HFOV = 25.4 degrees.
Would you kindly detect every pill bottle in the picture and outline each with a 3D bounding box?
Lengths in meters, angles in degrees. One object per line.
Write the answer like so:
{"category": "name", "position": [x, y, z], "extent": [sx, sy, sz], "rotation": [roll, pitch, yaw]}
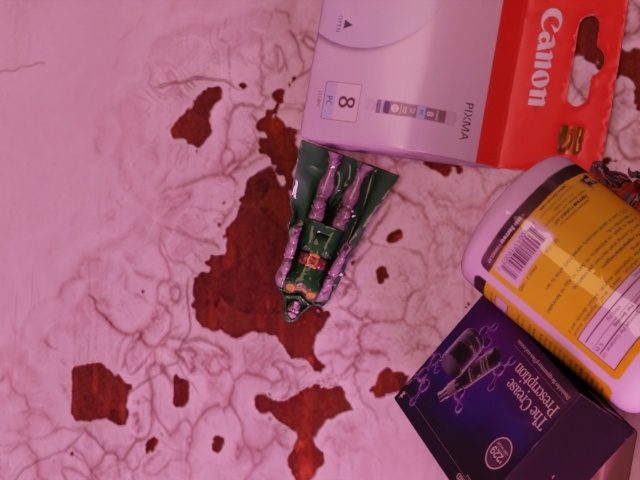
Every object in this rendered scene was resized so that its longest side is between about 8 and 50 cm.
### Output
{"category": "pill bottle", "position": [0.338, 0.071, 1.603], "extent": [0.334, 0.188, 0.188], "rotation": [42, 98, 20]}

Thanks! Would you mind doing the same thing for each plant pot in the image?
{"category": "plant pot", "position": [0.310, 0.268, 1.700], "extent": [0.109, 0.096, 0.109], "rotation": [9, 86, 21]}

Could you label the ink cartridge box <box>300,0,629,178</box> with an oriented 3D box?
{"category": "ink cartridge box", "position": [0.184, -0.252, 1.817], "extent": [0.385, 0.091, 0.308], "rotation": [9, 87, 22]}

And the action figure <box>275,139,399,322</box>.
{"category": "action figure", "position": [0.000, 0.000, 1.864], "extent": [0.137, 0.063, 0.232], "rotation": [20, 96, 2]}

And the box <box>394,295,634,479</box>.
{"category": "box", "position": [0.218, 0.204, 1.665], "extent": [0.184, 0.103, 0.261], "rotation": [-53, 28, 9]}

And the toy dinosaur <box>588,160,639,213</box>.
{"category": "toy dinosaur", "position": [0.462, -0.041, 1.666], "extent": [0.322, 0.164, 0.218], "rotation": [20, 101, 16]}
